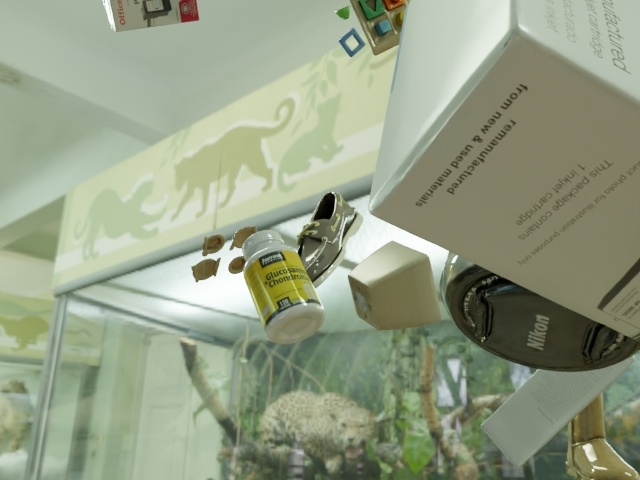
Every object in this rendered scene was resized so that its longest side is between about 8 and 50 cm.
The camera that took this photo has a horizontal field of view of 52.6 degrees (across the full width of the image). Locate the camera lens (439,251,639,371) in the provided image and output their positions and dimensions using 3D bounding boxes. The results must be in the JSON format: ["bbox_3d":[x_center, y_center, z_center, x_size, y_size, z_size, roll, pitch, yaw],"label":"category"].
[{"bbox_3d":[0.265,-0.009,0.732,0.219,0.274,0.219,15,-35,11],"label":"camera lens"}]

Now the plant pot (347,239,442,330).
[{"bbox_3d":[0.104,0.075,0.970,0.096,0.109,0.109,-22,20,-20],"label":"plant pot"}]

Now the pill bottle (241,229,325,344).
[{"bbox_3d":[-0.070,0.074,1.086,0.103,0.184,0.103,-18,-35,-13],"label":"pill bottle"}]

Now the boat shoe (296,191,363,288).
[{"bbox_3d":[0.000,0.000,1.341,0.116,0.324,0.097,-33,-76,33],"label":"boat shoe"}]

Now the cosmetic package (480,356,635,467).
[{"bbox_3d":[0.355,0.226,0.966,0.231,0.085,0.117,-47,-26,11],"label":"cosmetic package"}]

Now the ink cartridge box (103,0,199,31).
[{"bbox_3d":[-0.296,-0.427,1.114,0.150,0.063,0.109,-16,-56,-20],"label":"ink cartridge box"}]

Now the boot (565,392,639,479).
[{"bbox_3d":[0.544,0.343,1.291,0.089,0.270,0.236,2,-9,-8],"label":"boot"}]

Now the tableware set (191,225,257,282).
[{"bbox_3d":[-0.217,0.033,1.489,0.168,0.020,0.141,-11,-47,-33],"label":"tableware set"}]

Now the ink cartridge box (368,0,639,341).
[{"bbox_3d":[0.260,-0.081,0.502,0.394,0.286,0.166,24,-43,-12],"label":"ink cartridge box"}]

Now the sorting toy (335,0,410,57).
[{"bbox_3d":[0.198,-0.667,1.893,0.347,0.196,0.047,-30,16,-17],"label":"sorting toy"}]
